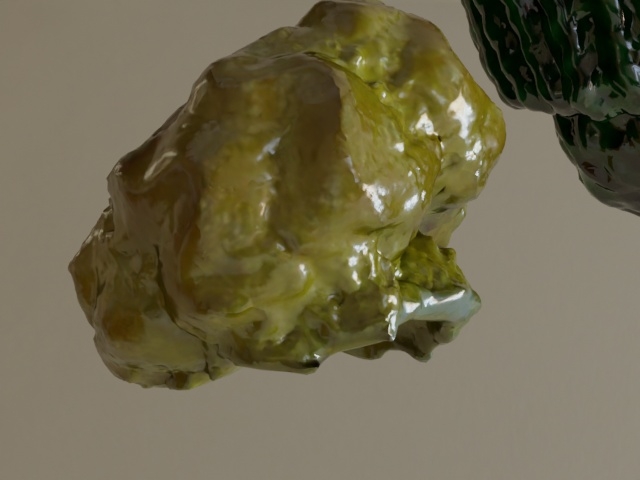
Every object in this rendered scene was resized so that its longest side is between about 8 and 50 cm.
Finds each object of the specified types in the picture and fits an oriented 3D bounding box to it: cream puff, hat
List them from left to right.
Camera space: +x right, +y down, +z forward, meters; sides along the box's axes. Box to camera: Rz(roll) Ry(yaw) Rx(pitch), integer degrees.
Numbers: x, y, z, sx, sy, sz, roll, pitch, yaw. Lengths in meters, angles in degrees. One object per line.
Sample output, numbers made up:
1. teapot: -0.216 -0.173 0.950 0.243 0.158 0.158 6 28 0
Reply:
1. cream puff: -0.001 0.001 0.705 0.185 0.282 0.282 42 -103 7
2. hat: 0.247 -0.105 0.802 0.274 0.242 0.332 -19 -80 1
